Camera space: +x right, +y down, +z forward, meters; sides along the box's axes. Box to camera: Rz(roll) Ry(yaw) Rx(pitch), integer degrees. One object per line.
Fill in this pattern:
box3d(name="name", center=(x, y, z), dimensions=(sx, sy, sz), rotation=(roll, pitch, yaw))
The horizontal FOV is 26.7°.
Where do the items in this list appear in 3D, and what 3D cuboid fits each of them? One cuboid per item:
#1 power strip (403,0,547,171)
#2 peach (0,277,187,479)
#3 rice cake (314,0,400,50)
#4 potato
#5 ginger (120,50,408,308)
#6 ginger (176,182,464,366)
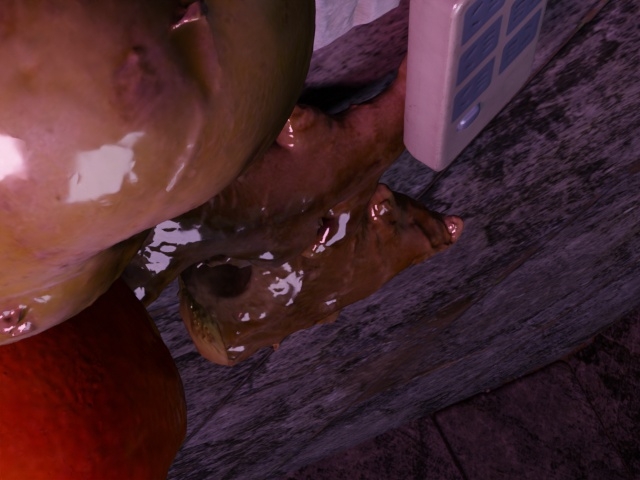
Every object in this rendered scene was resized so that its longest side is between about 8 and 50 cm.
box3d(name="power strip", center=(0.109, -0.143, 0.938), dimensions=(0.118, 0.046, 0.270), rotation=(-49, 165, -16))
box3d(name="peach", center=(-0.258, 0.123, 0.856), dimensions=(0.332, 0.308, 0.308), rotation=(16, 162, 2))
box3d(name="rice cake", center=(0.024, -0.184, 0.781), dimensions=(0.085, 0.040, 0.226), rotation=(-24, 164, -14))
box3d(name="potato", center=(-0.163, -0.057, 0.591), dimensions=(0.351, 0.202, 0.218), rotation=(-28, -155, 26))
box3d(name="ginger", center=(-0.047, -0.037, 1.032), dimensions=(0.333, 0.080, 0.166), rotation=(-26, 140, -27))
box3d(name="ginger", center=(0.000, 0.000, 1.205), dimensions=(0.270, 0.123, 0.219), rotation=(-26, 148, -25))
